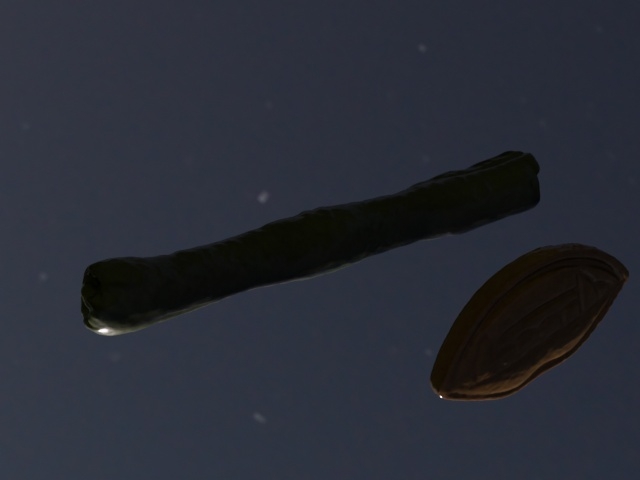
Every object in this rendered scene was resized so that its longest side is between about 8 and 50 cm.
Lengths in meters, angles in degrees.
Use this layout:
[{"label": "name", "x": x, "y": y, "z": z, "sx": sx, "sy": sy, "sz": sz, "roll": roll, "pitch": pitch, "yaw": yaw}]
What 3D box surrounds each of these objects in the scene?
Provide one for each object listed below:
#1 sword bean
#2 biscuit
[{"label": "sword bean", "x": -0.001, "y": 0.000, "z": 0.904, "sx": 0.038, "sy": 0.269, "sz": 0.043, "roll": 59, "pitch": -38, "yaw": 21}, {"label": "biscuit", "x": 0.192, "y": 0.072, "z": 1.710, "sx": 0.220, "sy": 0.142, "sz": 0.029, "roll": -28, "pitch": -137, "yaw": -20}]
